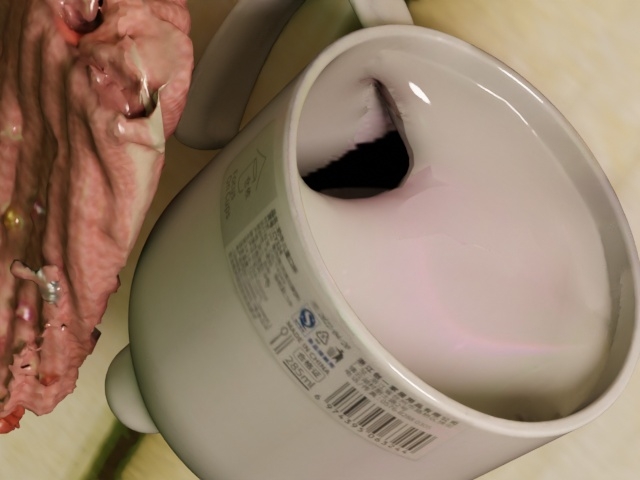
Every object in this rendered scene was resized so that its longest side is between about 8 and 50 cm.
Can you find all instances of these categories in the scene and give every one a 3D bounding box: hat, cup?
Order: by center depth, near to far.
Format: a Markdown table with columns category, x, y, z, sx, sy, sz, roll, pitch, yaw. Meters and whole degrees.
| category | x | y | z | sx | sy | sz | roll | pitch | yaw |
| --- | --- | --- | --- | --- | --- | --- | --- | --- | --- |
| cup | -0.005 | 0.008 | 0.527 | 0.173 | 0.134 | 0.142 | 53 | 135 | 0 |
| hat | -0.135 | -0.028 | 0.611 | 0.237 | 0.107 | 0.286 | 62 | 147 | 36 |
